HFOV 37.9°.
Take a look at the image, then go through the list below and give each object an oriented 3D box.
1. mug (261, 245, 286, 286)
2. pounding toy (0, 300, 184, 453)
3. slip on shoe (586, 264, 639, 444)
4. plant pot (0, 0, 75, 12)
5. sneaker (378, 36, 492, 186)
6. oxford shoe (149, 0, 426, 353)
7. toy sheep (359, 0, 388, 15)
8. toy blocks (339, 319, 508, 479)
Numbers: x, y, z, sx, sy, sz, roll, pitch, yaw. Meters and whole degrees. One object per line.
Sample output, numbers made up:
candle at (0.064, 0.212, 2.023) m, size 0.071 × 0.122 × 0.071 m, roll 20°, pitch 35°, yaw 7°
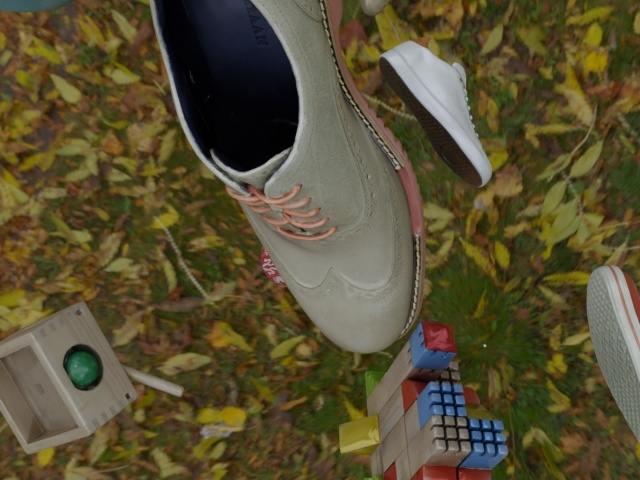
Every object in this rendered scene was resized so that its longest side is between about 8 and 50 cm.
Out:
mug at (0.005, 0.008, 1.417) m, size 0.169 × 0.113 × 0.150 m, roll -8°, pitch 44°, yaw 48°
pounding toy at (-0.235, 0.133, 0.908) m, size 0.141 × 0.100 × 0.130 m, roll -23°, pitch 99°, yaw 37°
slip on shoe at (0.408, 0.175, 1.083) m, size 0.101 × 0.123 × 0.331 m, roll -27°, pitch 86°, yaw -6°
plant pot at (-0.241, -0.311, 0.740) m, size 0.293 × 0.196 × 0.293 m, roll 15°, pitch 51°, yaw -19°
sneaker at (0.230, -0.234, 1.616) m, size 0.123 × 0.106 × 0.290 m, roll -32°, pitch 84°, yaw -14°
oxford shoe at (-0.028, -0.051, 0.646) m, size 0.140 × 0.147 × 0.397 m, roll -8°, pitch 124°, yaw 24°
toy sheep at (0.056, -0.344, 1.150) m, size 0.091 × 0.091 × 0.132 m, roll -10°, pitch 99°, yaw 9°
toy blocks at (0.159, 0.294, 1.292) m, size 0.190 × 0.261 × 0.382 m, roll 8°, pitch 52°, yaw -15°
